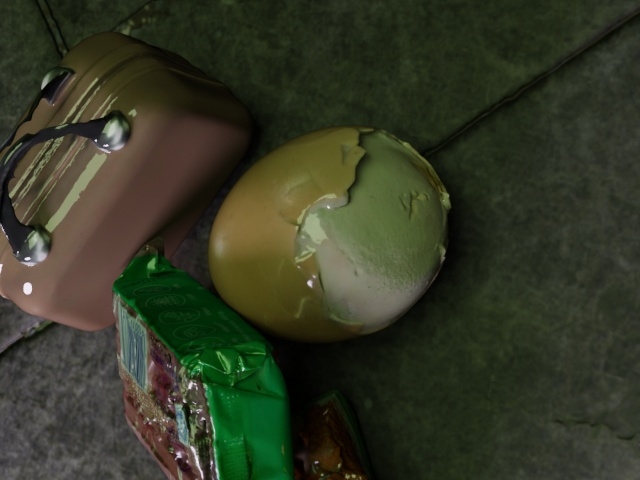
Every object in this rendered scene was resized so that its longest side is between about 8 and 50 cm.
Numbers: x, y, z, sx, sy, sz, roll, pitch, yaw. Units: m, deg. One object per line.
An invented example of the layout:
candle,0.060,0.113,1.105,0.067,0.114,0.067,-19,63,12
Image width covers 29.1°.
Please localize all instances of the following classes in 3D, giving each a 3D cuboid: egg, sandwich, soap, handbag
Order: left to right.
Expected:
handbag,-0.233,-0.064,1.235,0.149,0.283,0.302,42,99,21
soap,-0.122,0.135,1.169,0.273,0.098,0.218,-151,51,-61
egg,0.000,0.000,1.173,0.244,0.201,0.201,-19,75,35
sandwich,0.002,0.239,1.162,0.109,0.160,0.185,-20,79,2
